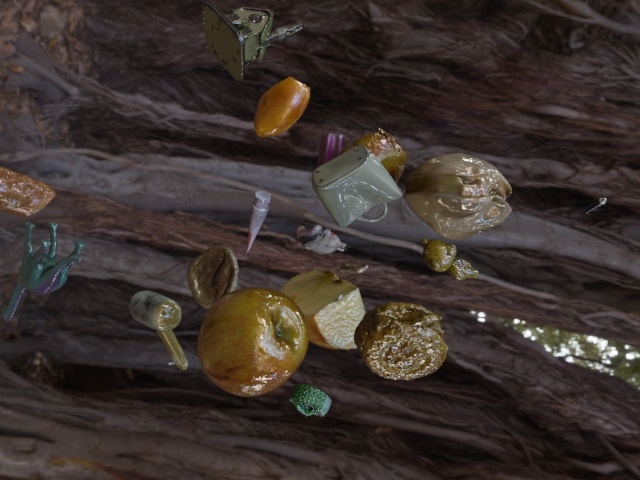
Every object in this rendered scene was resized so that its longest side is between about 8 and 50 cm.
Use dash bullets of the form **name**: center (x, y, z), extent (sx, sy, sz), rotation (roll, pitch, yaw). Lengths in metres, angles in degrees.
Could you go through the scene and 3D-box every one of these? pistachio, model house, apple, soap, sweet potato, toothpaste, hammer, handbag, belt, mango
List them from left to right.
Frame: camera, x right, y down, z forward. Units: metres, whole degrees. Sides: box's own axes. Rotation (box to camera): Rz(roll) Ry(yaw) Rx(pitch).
- **sweet potato**: center (-0.645, -0.105, 1.015), extent (0.097, 0.252, 0.097), rotation (-8, -105, 32)
- **hammer**: center (-0.517, 0.313, 1.751), extent (0.202, 0.113, 0.305), rotation (13, -52, 45)
- **model house**: center (-0.214, -0.696, 1.722), extent (0.218, 0.279, 0.204), rotation (49, -25, 15)
- **apple**: center (-0.151, 0.231, 1.231), extent (0.264, 0.265, 0.264), rotation (-169, -90, -79)
- **toothpaste**: center (-0.217, -0.061, 1.772), extent (0.089, 0.057, 0.234), rotation (-76, -176, -52)
- **mango**: center (-0.146, -0.474, 1.876), extent (0.252, 0.154, 0.126), rotation (-46, 170, 10)
- **belt**: center (-0.037, 0.550, 1.774), extent (0.121, 0.151, 0.079), rotation (-11, -131, 44)
- **apple**: center (0.012, 0.230, 1.809), extent (0.309, 0.314, 0.252), rotation (13, -99, 57)
- **soap**: center (0.029, -0.302, 1.976), extent (0.122, 0.066, 0.202), rotation (-138, -124, -75)
- **handbag**: center (0.127, -0.139, 1.656), extent (0.315, 0.241, 0.109), rotation (50, 18, -41)
- **pistachio**: center (0.463, -0.150, 1.783), extent (0.445, 0.366, 0.281), rotation (22, 74, -72)
- **toothpaste**: center (0.748, -0.095, 1.424), extent (0.027, 0.019, 0.083), rotation (-45, 173, -23)

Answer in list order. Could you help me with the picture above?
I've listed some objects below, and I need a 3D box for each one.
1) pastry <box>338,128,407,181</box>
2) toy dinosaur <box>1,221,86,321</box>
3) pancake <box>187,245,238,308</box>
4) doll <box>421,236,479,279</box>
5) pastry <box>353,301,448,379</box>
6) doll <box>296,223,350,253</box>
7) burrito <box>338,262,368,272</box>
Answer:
- **pastry**: center (0.153, -0.229, 1.842), extent (0.164, 0.356, 0.356), rotation (47, -37, 20)
- **toy dinosaur**: center (-0.743, 0.132, 1.375), extent (0.384, 0.130, 0.330), rotation (27, -81, 45)
- **pancake**: center (-0.491, 0.170, 2.384), extent (0.049, 0.295, 0.294), rotation (20, 79, -66)
- **doll**: center (0.410, 0.056, 1.623), extent (0.097, 0.210, 0.137), rotation (-53, -146, 30)
- **pastry**: center (0.209, 0.256, 1.394), extent (0.132, 0.240, 0.235), rotation (-86, 163, -53)
- **doll**: center (0.000, 0.000, 1.948), extent (0.149, 0.192, 0.095), rotation (-3, -107, 42)
- **burrito**: center (0.134, 0.116, 2.180), extent (0.171, 0.051, 0.042), rotation (-1, -70, 59)
